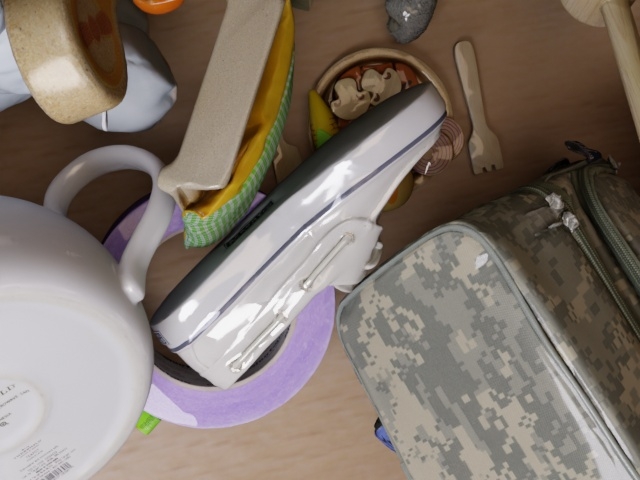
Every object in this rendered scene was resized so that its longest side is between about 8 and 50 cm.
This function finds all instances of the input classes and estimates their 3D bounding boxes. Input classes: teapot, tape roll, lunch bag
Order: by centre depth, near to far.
[{"bbox_3d":[-0.243,0.056,0.904,0.256,0.187,0.252,2,126,-30],"label":"teapot"},{"bbox_3d":[0.197,0.094,0.995,0.256,0.212,0.305,-22,76,-43],"label":"lunch bag"},{"bbox_3d":[-0.086,0.046,1.028,0.189,0.080,0.189,-1,96,-7],"label":"tape roll"}]

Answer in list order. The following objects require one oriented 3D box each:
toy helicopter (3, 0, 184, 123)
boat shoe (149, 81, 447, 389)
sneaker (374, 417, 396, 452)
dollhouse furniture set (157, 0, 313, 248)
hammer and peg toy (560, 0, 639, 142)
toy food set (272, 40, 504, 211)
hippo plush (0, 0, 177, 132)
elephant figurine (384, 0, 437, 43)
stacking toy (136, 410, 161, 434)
[{"bbox_3d":[-0.138,-0.195,0.794,0.140,0.355,0.235,-14,138,11],"label":"toy helicopter"},{"bbox_3d":[0.000,0.000,0.949,0.267,0.096,0.088,-44,103,-1],"label":"boat shoe"},{"bbox_3d":[0.123,0.225,1.091,0.221,0.083,0.087,43,93,-8],"label":"sneaker"},{"bbox_3d":[0.013,-0.130,0.895,0.151,0.197,0.301,16,81,3],"label":"dollhouse furniture set"},{"bbox_3d":[0.348,-0.099,1.043,0.361,0.127,0.265,12,64,-12],"label":"hammer and peg toy"},{"bbox_3d":[0.053,-0.091,1.071,0.192,0.038,0.132,-15,97,-10],"label":"toy food set"},{"bbox_3d":[-0.256,-0.113,0.926,0.237,0.294,0.234,-34,134,12],"label":"hippo plush"},{"bbox_3d":[0.151,-0.289,1.035,0.169,0.186,0.239,-25,112,-42],"label":"elephant figurine"},{"bbox_3d":[-0.256,0.135,1.025,0.221,0.052,0.167,41,88,-13],"label":"stacking toy"}]
